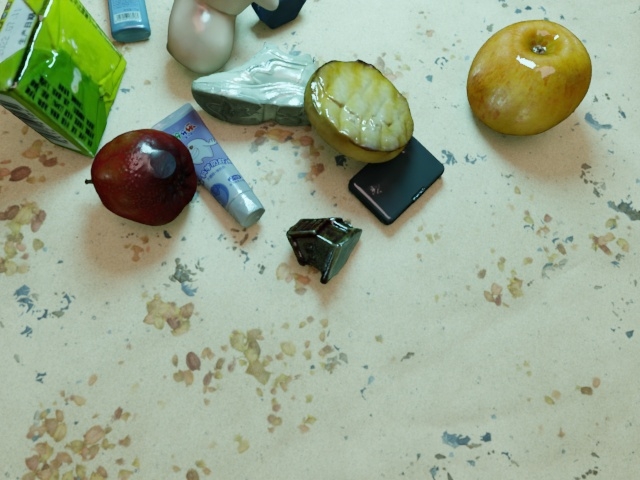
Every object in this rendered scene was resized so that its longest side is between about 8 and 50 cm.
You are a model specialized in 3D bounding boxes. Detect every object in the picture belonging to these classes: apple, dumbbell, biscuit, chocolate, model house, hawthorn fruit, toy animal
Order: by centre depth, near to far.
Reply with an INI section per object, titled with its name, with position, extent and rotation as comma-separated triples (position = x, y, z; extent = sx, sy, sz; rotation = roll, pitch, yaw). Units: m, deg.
[hawthorn fruit]
position = -0.433, -0.142, 1.129
extent = 0.265, 0.230, 0.210
rotation = -6, 67, 7
[chocolate]
position = -0.613, -0.391, 1.136
extent = 0.136, 0.301, 0.289
rotation = 8, 74, 9
[model house]
position = 0.004, -0.003, 1.204
extent = 0.152, 0.106, 0.165
rotation = 31, 38, 14
[toy animal]
position = -0.275, -0.589, 1.218
extent = 0.237, 0.269, 0.327
rotation = 3, 94, -47
[biscuit]
position = 0.095, -0.320, 1.222
extent = 0.296, 0.102, 0.297
rotation = 13, 57, -21
[apple]
position = 0.539, -0.425, 1.271
extent = 0.298, 0.275, 0.299
rotation = 0, 74, 0
[dumbbell]
position = -0.173, -0.751, 1.350
extent = 0.143, 0.156, 0.316
rotation = -25, 78, -42

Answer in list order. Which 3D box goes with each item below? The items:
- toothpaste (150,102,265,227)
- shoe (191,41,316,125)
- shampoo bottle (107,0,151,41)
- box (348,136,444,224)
[toothpaste]
position = -0.280, -0.190, 1.237
extent = 0.125, 0.080, 0.371
rotation = -38, 74, -10
[shoe]
position = -0.159, -0.420, 1.275
extent = 0.341, 0.132, 0.211
rotation = 2, 73, -10
[shampoo bottle]
position = -0.532, -0.671, 1.333
extent = 0.103, 0.061, 0.259
rotation = -11, 77, -8
[box]
position = 0.199, -0.165, 1.280
extent = 0.230, 0.050, 0.160
rotation = -43, 83, -14
